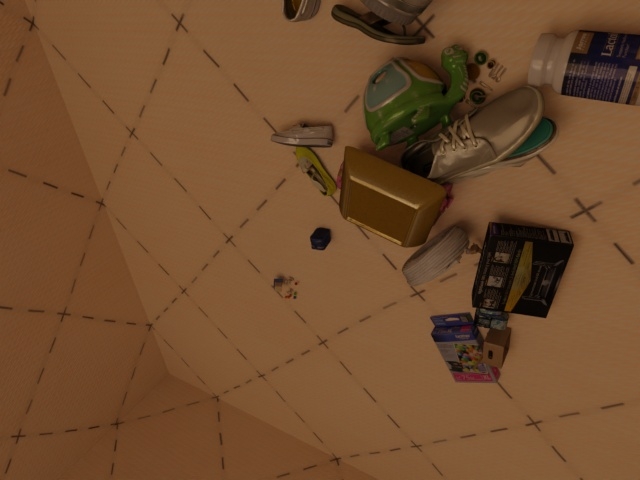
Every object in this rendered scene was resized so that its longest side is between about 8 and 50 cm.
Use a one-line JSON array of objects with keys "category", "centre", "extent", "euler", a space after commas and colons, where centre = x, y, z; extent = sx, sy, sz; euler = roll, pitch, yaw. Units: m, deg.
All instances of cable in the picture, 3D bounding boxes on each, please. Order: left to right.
[{"category": "cable", "centre": [0.386, 0.053, 1.651], "extent": [0.257, 0.257, 0.089], "euler": [-40, 90, 23]}]

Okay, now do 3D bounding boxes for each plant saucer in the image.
[{"category": "plant saucer", "centre": [0.197, -0.109, 1.544], "extent": [0.332, 0.081, 0.333], "euler": [26, 154, 13]}]

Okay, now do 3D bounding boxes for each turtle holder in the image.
[{"category": "turtle holder", "centre": [0.259, -0.417, 1.412], "extent": [0.320, 0.243, 0.228], "euler": [-40, 66, 58]}]

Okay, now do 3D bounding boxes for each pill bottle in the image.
[{"category": "pill bottle", "centre": [0.652, -0.419, 1.171], "extent": [0.264, 0.153, 0.153], "euler": [18, 130, 26]}]

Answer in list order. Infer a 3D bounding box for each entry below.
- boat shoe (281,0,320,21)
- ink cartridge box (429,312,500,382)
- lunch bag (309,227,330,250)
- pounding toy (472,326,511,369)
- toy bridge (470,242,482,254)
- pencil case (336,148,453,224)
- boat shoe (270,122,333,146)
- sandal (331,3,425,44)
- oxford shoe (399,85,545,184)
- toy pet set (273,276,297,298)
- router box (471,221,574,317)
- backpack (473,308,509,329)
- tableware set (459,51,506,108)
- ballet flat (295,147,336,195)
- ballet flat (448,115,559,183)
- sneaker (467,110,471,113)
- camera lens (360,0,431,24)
[{"category": "boat shoe", "centre": [-0.068, -0.822, 1.417], "extent": [0.135, 0.156, 0.367], "euler": [29, 135, 16]}, {"category": "ink cartridge box", "centre": [0.567, 0.434, 1.942], "extent": [0.185, 0.065, 0.311], "euler": [-14, 110, 42]}, {"category": "lunch bag", "centre": [0.000, 0.000, 2.021], "extent": [0.067, 0.098, 0.065], "euler": [9, 129, 26]}, {"category": "pounding toy", "centre": [0.637, 0.404, 1.812], "extent": [0.100, 0.130, 0.141], "euler": [13, 128, 30]}, {"category": "toy bridge", "centre": [0.567, 0.077, 1.667], "extent": [0.026, 0.063, 0.188], "euler": [-17, 120, 44]}, {"category": "pencil case", "centre": [0.247, -0.181, 1.647], "extent": [0.385, 0.167, 0.160], "euler": [25, 155, 20]}, {"category": "boat shoe", "centre": [-0.067, -0.391, 1.800], "extent": [0.257, 0.095, 0.084], "euler": [9, 94, 24]}, {"category": "sandal", "centre": [0.166, -0.638, 1.413], "extent": [0.302, 0.120, 0.086], "euler": [31, 121, 16]}, {"category": "oxford shoe", "centre": [0.402, -0.277, 1.365], "extent": [0.449, 0.130, 0.169], "euler": [-28, 60, 40]}, {"category": "toy pet set", "centre": [-0.170, 0.218, 2.359], "extent": [0.114, 0.065, 0.122], "euler": [3, 135, -7]}, {"category": "router box", "centre": [0.637, 0.099, 1.570], "extent": [0.242, 0.081, 0.309], "euler": [8, 127, 10]}, {"category": "backpack", "centre": [0.616, 0.271, 1.751], "extent": [0.114, 0.105, 0.084], "euler": [13, 108, 18]}, {"category": "tableware set", "centre": [0.447, -0.455, 1.395], "extent": [0.104, 0.024, 0.154], "euler": [39, 137, 7]}, {"category": "ballet flat", "centre": [-0.027, -0.263, 1.861], "extent": [0.231, 0.077, 0.077], "euler": [51, 137, -5]}, {"category": "ballet flat", "centre": [0.515, -0.255, 1.433], "extent": [0.400, 0.139, 0.139], "euler": [-14, 112, 47]}, {"category": "sneaker", "centre": [0.442, -0.346, 1.466], "extent": [0.169, 0.068, 0.071], "euler": [-21, 92, 36]}, {"category": "camera lens", "centre": [0.229, -0.721, 1.221], "extent": [0.219, 0.219, 0.274], "euler": [42, 137, 4]}]
